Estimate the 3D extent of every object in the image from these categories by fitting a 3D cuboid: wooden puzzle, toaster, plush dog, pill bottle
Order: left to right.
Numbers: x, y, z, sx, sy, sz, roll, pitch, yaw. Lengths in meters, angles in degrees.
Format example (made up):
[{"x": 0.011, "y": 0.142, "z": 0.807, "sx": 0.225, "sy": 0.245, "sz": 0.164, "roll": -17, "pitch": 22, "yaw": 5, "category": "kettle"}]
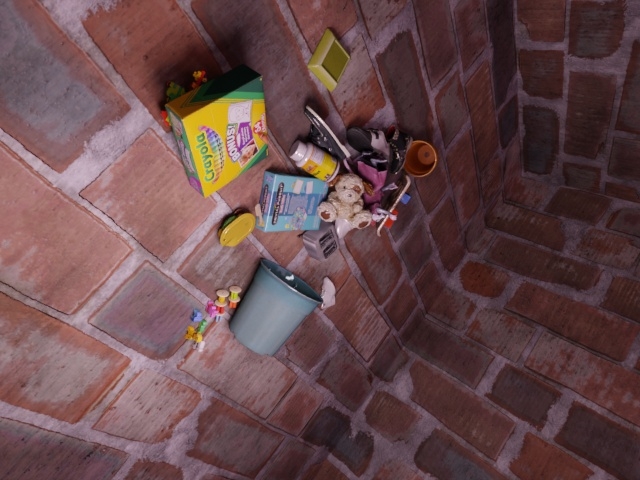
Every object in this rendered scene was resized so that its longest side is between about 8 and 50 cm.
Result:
[{"x": -0.029, "y": -0.352, "z": 1.807, "sx": 0.215, "sy": 0.117, "sz": 0.117, "roll": 26, "pitch": 90, "yaw": -28, "category": "pill bottle"}, {"x": 0.000, "y": 0.000, "z": 2.063, "sx": 0.185, "sy": 0.110, "sz": 0.168, "roll": -42, "pitch": 135, "yaw": -24, "category": "toaster"}, {"x": 0.130, "y": -0.207, "z": 1.935, "sx": 0.262, "sy": 0.211, "sz": 0.225, "roll": 13, "pitch": 119, "yaw": -5, "category": "plush dog"}, {"x": 0.405, "y": -0.203, "z": 2.234, "sx": 0.348, "sy": 0.080, "sz": 0.322, "roll": -64, "pitch": -179, "yaw": 17, "category": "wooden puzzle"}]

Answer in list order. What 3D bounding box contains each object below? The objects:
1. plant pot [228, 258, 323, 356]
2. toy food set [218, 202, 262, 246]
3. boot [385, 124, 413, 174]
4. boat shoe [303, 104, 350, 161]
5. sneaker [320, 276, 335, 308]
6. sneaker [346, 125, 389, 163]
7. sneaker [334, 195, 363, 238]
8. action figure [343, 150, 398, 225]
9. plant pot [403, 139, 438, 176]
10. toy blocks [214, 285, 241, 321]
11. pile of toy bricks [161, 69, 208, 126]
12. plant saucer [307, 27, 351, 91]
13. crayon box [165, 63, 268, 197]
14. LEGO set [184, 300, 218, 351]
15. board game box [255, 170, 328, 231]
[{"x": -0.220, "y": 0.312, "z": 1.852, "sx": 0.334, "sy": 0.341, "sz": 0.341, "roll": -55, "pitch": 140, "yaw": 3, "category": "plant pot"}, {"x": -0.343, "y": -0.067, "z": 1.695, "sx": 0.218, "sy": 0.071, "sz": 0.128, "roll": -41, "pitch": 149, "yaw": -21, "category": "toy food set"}, {"x": 0.405, "y": -0.499, "z": 2.260, "sx": 0.178, "sy": 0.085, "sz": 0.236, "roll": 18, "pitch": 96, "yaw": -46, "category": "boot"}, {"x": 0.008, "y": -0.455, "z": 1.827, "sx": 0.113, "sy": 0.127, "sz": 0.340, "roll": -39, "pitch": 143, "yaw": 10, "category": "boat shoe"}, {"x": 0.029, "y": 0.301, "z": 2.290, "sx": 0.094, "sy": 0.080, "sz": 0.212, "roll": -25, "pitch": 129, "yaw": -23, "category": "sneaker"}, {"x": 0.245, "y": -0.514, "z": 2.067, "sx": 0.330, "sy": 0.122, "sz": 0.146, "roll": 26, "pitch": 72, "yaw": -49, "category": "sneaker"}, {"x": 0.186, "y": -0.127, "z": 2.160, "sx": 0.305, "sy": 0.152, "sz": 0.114, "roll": -54, "pitch": 148, "yaw": -10, "category": "sneaker"}, {"x": 0.244, "y": -0.233, "z": 2.018, "sx": 0.248, "sy": 0.275, "sz": 0.370, "roll": -75, "pitch": 165, "yaw": -58, "category": "action figure"}, {"x": 0.602, "y": -0.490, "z": 2.400, "sx": 0.188, "sy": 0.205, "sz": 0.205, "roll": -30, "pitch": 132, "yaw": -54, "category": "plant pot"}, {"x": -0.414, "y": 0.283, "z": 1.812, "sx": 0.123, "sy": 0.054, "sz": 0.148, "roll": -14, "pitch": 127, "yaw": -49, "category": "toy blocks"}, {"x": -0.455, "y": -0.478, "z": 1.340, "sx": 0.105, "sy": 0.118, "sz": 0.212, "roll": 26, "pitch": 108, "yaw": -23, "category": "pile of toy bricks"}, {"x": 0.053, "y": -0.768, "z": 1.758, "sx": 0.188, "sy": 0.045, "sz": 0.188, "roll": 28, "pitch": 88, "yaw": -51, "category": "plant saucer"}, {"x": -0.334, "y": -0.367, "z": 1.417, "sx": 0.313, "sy": 0.106, "sz": 0.363, "roll": -42, "pitch": 157, "yaw": -26, "category": "crayon box"}, {"x": -0.505, "y": 0.377, "z": 1.732, "sx": 0.087, "sy": 0.093, "sz": 0.227, "roll": 10, "pitch": 102, "yaw": -49, "category": "LEGO set"}, {"x": -0.122, "y": -0.174, "z": 1.862, "sx": 0.336, "sy": 0.079, "sz": 0.254, "roll": -3, "pitch": 112, "yaw": -46, "category": "board game box"}]
